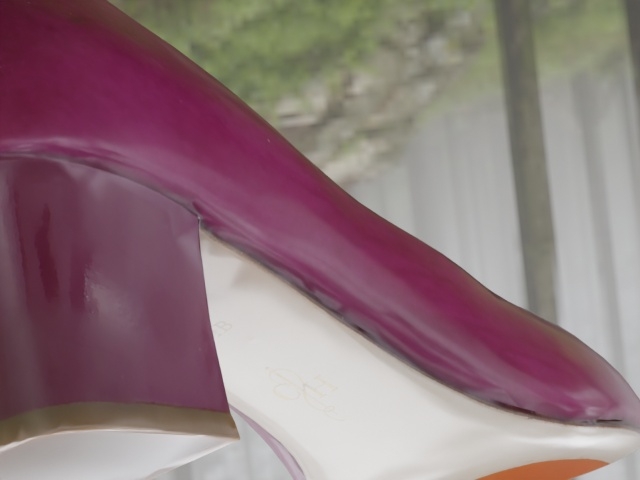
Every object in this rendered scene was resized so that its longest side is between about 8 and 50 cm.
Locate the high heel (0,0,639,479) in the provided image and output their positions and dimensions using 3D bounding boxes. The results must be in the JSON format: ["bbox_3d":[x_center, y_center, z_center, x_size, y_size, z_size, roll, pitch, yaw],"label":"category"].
[{"bbox_3d":[0.000,0.000,0.701,0.127,0.181,0.377,-24,158,26],"label":"high heel"}]
